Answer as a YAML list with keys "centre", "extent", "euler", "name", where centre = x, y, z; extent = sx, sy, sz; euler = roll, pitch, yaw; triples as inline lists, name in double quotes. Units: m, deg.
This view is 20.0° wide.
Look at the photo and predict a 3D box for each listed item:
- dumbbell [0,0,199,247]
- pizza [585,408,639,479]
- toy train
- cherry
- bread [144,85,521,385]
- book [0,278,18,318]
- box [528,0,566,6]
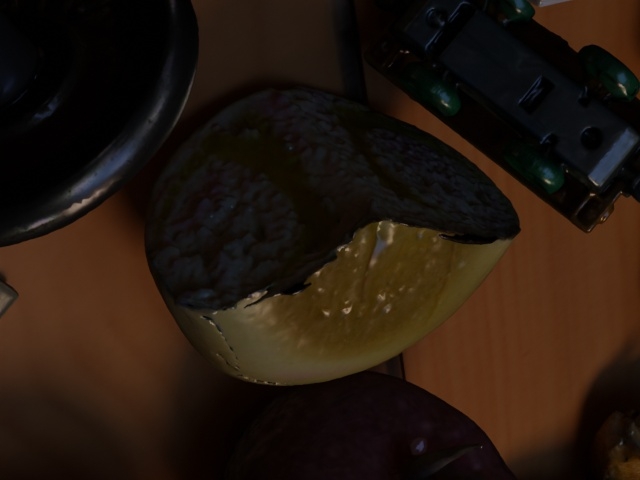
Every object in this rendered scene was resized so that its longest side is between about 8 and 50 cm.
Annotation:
- centre: [-0.177, -0.111, 0.850]
  extent: [0.192, 0.192, 0.290]
  euler: [-45, 140, -7]
  name: "dumbbell"
- centre: [0.352, 0.200, 1.609]
  extent: [0.288, 0.074, 0.251]
  euler: [-26, 141, 30]
  name: "pizza"
- centre: [0.126, -0.093, 1.158]
  extent: [0.091, 0.228, 0.136]
  euler: [-52, 171, 0]
  name: "toy train"
- centre: [0.036, 0.208, 1.264]
  extent: [0.213, 0.236, 0.285]
  euler: [-8, 152, -32]
  name: "cherry"
- centre: [-0.012, 0.005, 1.142]
  extent: [0.261, 0.158, 0.156]
  euler: [6, 125, -46]
  name: "bread"
- centre: [-0.299, 0.089, 1.025]
  extent: [0.241, 0.018, 0.170]
  euler: [-51, 141, 0]
  name: "book"
- centre: [0.178, -0.219, 1.136]
  extent: [0.243, 0.155, 0.067]
  euler: [-16, 131, -37]
  name: "box"
